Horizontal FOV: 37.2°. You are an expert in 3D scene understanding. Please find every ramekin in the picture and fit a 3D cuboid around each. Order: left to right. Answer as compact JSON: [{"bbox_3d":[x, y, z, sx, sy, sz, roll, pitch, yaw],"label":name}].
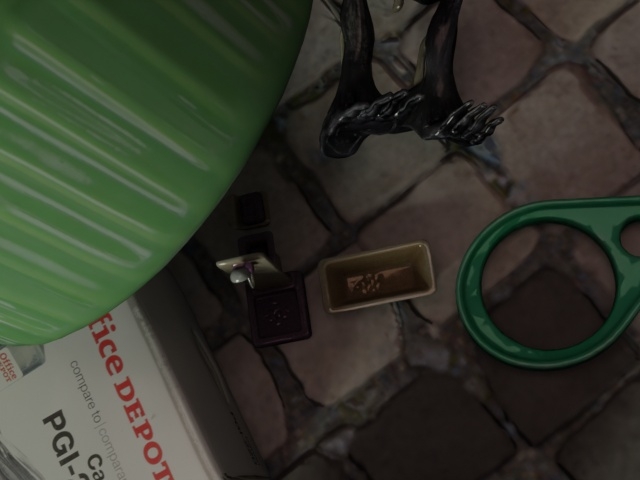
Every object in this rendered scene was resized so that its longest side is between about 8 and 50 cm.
[{"bbox_3d":[-0.144,-0.099,0.449,0.303,0.148,0.304,-28,45,32],"label":"ramekin"}]

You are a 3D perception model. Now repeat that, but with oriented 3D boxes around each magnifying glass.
[{"bbox_3d":[0.181,-0.005,0.513,0.230,0.026,0.092,-27,71,4],"label":"magnifying glass"}]

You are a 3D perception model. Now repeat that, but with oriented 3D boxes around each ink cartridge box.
[{"bbox_3d":[-0.159,0.120,0.526,0.217,0.092,0.159,-30,71,2],"label":"ink cartridge box"}]

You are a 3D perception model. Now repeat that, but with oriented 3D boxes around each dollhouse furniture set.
[{"bbox_3d":[0.000,0.000,0.524,0.114,0.081,0.091,-11,73,10],"label":"dollhouse furniture set"}]

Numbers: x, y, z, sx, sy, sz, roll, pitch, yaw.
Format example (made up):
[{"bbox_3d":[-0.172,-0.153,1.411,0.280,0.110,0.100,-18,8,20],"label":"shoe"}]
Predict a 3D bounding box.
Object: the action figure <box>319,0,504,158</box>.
[{"bbox_3d":[0.041,-0.190,0.529,0.141,0.164,0.276,-22,72,49],"label":"action figure"}]
